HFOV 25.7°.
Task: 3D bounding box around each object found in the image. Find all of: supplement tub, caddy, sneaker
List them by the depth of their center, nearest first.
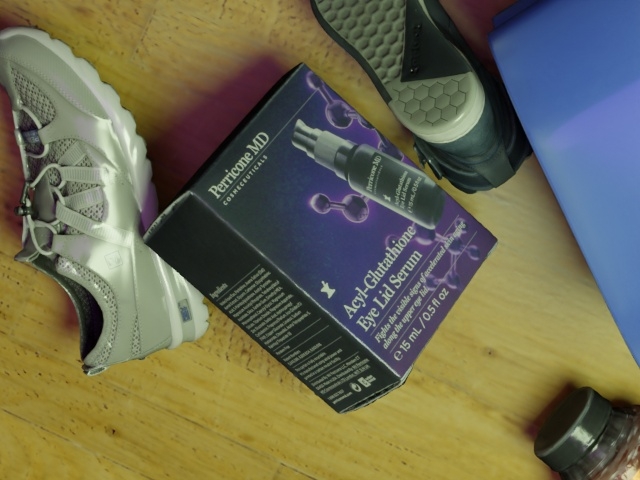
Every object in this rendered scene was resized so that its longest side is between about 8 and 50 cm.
[{"bbox_3d":[0.255,-0.068,0.985,0.179,0.241,0.341,-24,100,15],"label":"caddy"},{"bbox_3d":[0.079,-0.134,1.061,0.086,0.163,0.226,-34,58,15],"label":"sneaker"},{"bbox_3d":[-0.187,-0.027,1.066,0.115,0.105,0.281,-30,101,-25],"label":"sneaker"},{"bbox_3d":[0.264,0.202,1.109,0.198,0.106,0.106,38,102,-5],"label":"supplement tub"}]

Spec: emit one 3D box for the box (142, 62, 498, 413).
[{"bbox_3d":[0.000,0.000,1.044,0.207,0.108,0.153,41,59,-7],"label":"box"}]
